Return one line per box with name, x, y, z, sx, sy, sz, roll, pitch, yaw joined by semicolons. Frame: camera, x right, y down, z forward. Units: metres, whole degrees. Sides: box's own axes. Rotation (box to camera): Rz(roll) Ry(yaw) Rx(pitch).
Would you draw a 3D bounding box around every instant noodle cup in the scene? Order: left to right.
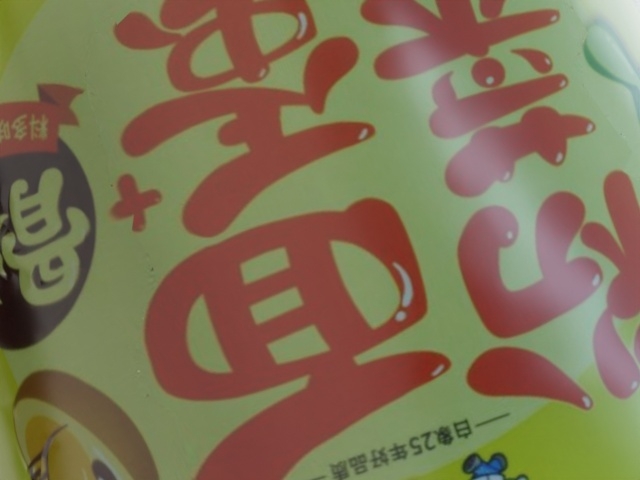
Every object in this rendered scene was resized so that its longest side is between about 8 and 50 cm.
instant noodle cup;0.000;0.000;0.450;0.311;0.311;0.221;147;-76;-80
